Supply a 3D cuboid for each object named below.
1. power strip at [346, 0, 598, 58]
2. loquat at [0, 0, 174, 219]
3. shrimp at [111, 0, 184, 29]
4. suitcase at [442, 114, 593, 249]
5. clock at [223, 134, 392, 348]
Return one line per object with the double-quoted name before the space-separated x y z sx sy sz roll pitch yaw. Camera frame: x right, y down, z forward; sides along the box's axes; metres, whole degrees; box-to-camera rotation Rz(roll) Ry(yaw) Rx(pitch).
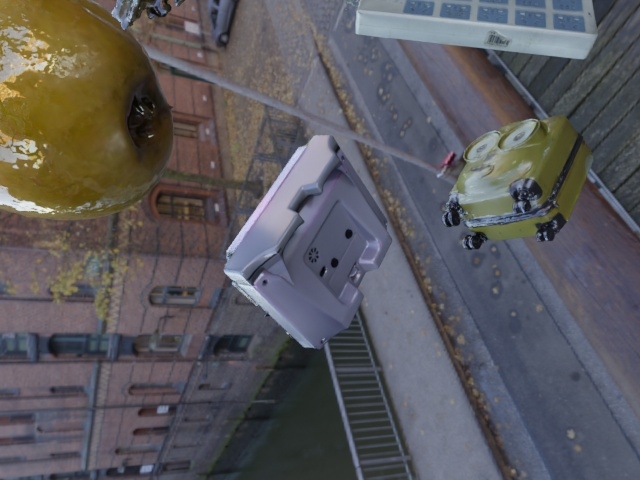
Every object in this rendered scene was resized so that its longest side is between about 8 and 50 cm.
"power strip" 0.218 -0.334 0.720 0.043 0.368 0.106 89 -167 -56
"loquat" -0.326 -0.150 0.578 0.275 0.275 0.274 -175 90 -65
"shrimp" -0.074 -0.181 0.236 0.184 0.092 0.043 130 151 -49
"suitcase" 0.342 -0.108 0.857 0.234 0.143 0.194 -55 21 -24
"clock" 0.000 0.000 0.663 0.084 0.186 0.253 4 54 42
